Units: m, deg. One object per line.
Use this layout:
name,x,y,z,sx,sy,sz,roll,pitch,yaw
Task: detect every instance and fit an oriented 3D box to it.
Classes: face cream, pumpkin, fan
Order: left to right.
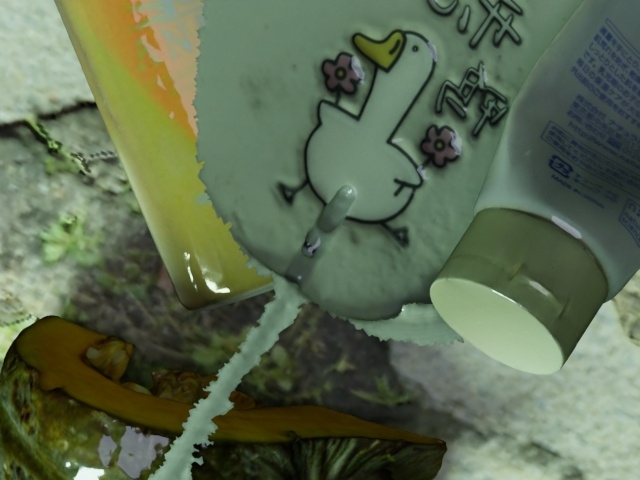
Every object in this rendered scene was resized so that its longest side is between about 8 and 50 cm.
face cream,-0.055,-0.118,0.655,0.139,0.067,0.285,-22,99,-2
pumpkin,-0.054,0.139,0.670,0.248,0.126,0.131,15,101,-3
fan,0.000,0.000,0.628,0.233,0.012,0.414,39,75,-15
face cream,0.141,-0.043,0.647,0.114,0.070,0.224,39,68,-9
